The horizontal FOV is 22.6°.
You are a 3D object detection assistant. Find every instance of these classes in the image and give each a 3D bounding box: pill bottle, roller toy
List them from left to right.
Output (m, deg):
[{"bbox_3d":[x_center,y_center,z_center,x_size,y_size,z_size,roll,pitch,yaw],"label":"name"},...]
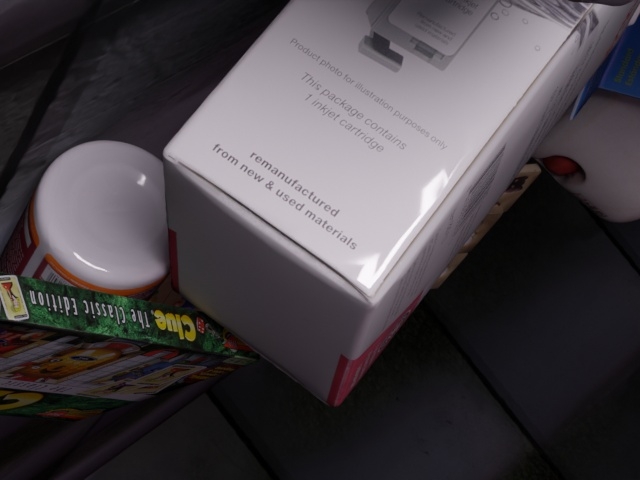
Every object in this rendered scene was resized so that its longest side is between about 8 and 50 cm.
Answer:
[{"bbox_3d":[-0.134,0.013,0.897,0.086,0.086,0.152,-35,174,-33],"label":"pill bottle"},{"bbox_3d":[0.291,-0.118,1.500,0.209,0.146,0.191,-38,-161,39],"label":"roller toy"}]

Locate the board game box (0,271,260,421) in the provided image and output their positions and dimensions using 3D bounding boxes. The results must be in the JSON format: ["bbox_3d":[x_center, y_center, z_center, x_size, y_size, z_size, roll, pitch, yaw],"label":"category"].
[{"bbox_3d":[-0.153,0.058,0.820,0.136,0.030,0.259,-17,164,26],"label":"board game box"}]

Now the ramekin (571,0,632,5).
[{"bbox_3d":[0.123,-0.190,0.490,0.273,0.127,0.273,-45,180,0],"label":"ramekin"}]

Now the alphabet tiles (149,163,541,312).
[{"bbox_3d":[0.000,0.000,1.245,0.342,0.011,0.285,-4,146,-35],"label":"alphabet tiles"}]

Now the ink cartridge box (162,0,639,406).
[{"bbox_3d":[0.054,-0.077,0.796,0.283,0.117,0.207,-52,171,-18],"label":"ink cartridge box"}]

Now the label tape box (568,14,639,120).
[{"bbox_3d":[0.349,-0.235,1.280,0.347,0.115,0.249,-42,156,-48],"label":"label tape box"}]
